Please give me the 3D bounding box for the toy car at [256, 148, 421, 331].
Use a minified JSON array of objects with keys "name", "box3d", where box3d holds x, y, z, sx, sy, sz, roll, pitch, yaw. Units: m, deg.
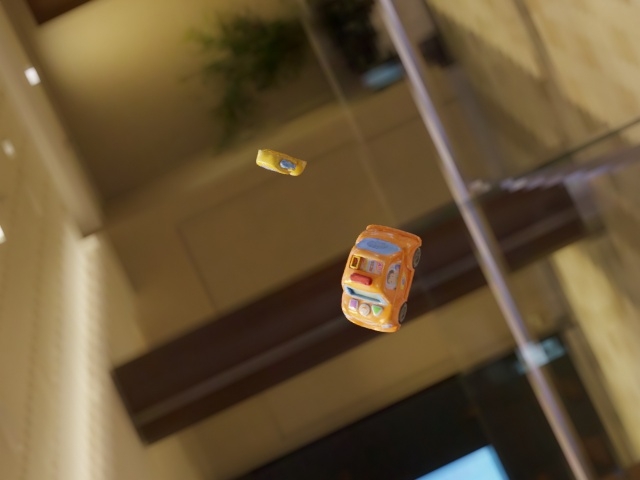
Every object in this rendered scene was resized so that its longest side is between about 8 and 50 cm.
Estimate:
[{"name":"toy car","box3d":[0.000,0.000,1.040,0.122,0.060,0.040,34,-170,21]}]
